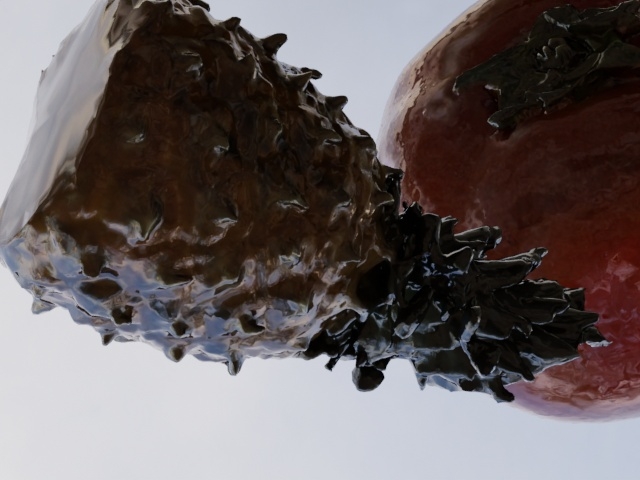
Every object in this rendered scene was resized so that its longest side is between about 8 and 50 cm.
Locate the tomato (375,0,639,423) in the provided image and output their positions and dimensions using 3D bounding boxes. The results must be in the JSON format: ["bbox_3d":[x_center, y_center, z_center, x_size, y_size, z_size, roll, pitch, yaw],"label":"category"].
[{"bbox_3d":[0.207,-0.032,1.115,0.325,0.289,0.293,-22,-138,1],"label":"tomato"}]

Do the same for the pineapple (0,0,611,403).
[{"bbox_3d":[0.000,0.000,0.687,0.279,0.158,0.157,24,-143,-25],"label":"pineapple"}]
